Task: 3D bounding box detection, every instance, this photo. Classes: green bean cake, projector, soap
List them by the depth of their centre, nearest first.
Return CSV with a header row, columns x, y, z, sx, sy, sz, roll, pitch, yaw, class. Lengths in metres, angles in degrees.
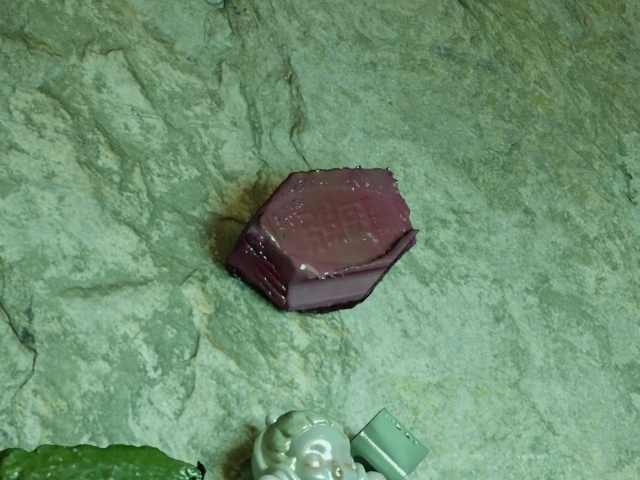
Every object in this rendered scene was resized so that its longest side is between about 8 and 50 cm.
x,y,z,sx,sy,sz,roll,pitch,yaw,class
-0.240,0.347,1.574,0.247,0.156,0.250,4,53,-32,green bean cake
0.074,0.273,1.921,0.082,0.083,0.083,44,42,6,projector
0.000,0.000,2.091,0.289,0.112,0.182,-7,56,-38,soap

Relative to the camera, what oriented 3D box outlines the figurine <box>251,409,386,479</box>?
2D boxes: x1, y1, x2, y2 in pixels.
x,y,z,sx,sy,sz,roll,pitch,yaw,class
0.000,0.307,1.812,0.181,0.144,0.257,-6,58,-15,figurine
